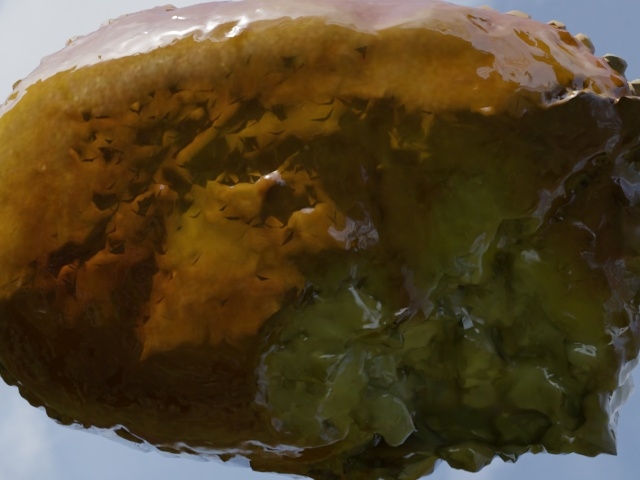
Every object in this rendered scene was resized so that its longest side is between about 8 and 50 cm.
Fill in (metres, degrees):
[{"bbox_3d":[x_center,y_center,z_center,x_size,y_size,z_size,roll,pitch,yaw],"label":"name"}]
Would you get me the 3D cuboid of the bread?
[{"bbox_3d":[0.000,0.000,0.472,0.250,0.179,0.133,4,-13,6],"label":"bread"}]
